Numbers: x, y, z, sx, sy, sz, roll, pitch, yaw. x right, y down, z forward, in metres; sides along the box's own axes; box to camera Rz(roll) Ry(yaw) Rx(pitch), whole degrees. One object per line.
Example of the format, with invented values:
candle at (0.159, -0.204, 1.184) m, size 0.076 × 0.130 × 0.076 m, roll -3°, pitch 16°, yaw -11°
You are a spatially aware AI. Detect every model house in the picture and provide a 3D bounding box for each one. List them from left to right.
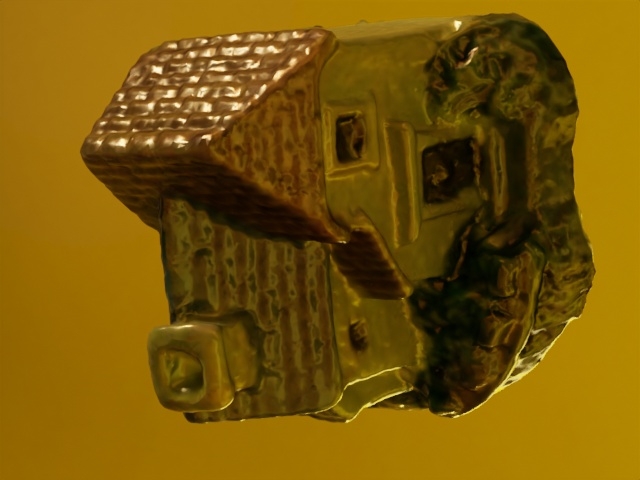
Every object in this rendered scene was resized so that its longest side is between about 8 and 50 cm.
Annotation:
model house at (0.000, 0.000, 0.843) m, size 0.195 × 0.214 × 0.189 m, roll 7°, pitch -167°, yaw 44°
